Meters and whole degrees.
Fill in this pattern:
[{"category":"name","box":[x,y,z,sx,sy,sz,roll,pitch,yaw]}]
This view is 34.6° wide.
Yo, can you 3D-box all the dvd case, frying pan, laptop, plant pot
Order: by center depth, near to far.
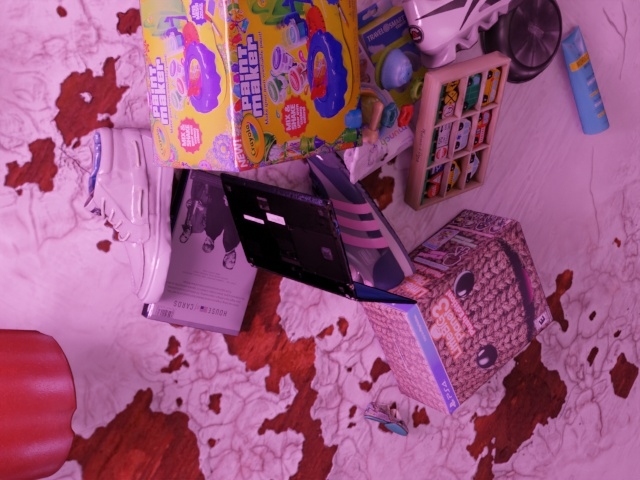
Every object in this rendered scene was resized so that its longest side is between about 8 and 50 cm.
[{"category":"plant pot","box":[-0.477,0.221,1.319,0.265,0.272,0.273,0,100,-43]},{"category":"laptop","box":[0.000,0.000,1.573,0.136,0.234,0.264,-39,127,-34]},{"category":"dvd case","box":[-0.170,0.020,1.608,0.179,0.029,0.239,17,90,-41]},{"category":"frying pan","box":[0.423,-0.435,1.926,0.326,0.053,0.197,-47,123,-14]}]

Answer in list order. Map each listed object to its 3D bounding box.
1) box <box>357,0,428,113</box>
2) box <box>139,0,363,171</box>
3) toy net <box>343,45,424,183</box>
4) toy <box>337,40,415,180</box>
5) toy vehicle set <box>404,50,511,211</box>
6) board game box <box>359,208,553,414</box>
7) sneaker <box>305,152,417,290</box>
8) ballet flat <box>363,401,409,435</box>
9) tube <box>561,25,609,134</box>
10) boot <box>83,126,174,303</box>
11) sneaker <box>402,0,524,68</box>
[{"category":"box","box":[0.119,-0.311,1.740,0.109,0.042,0.178,-36,119,-24]},{"category":"box","box":[-0.095,-0.263,1.476,0.279,0.177,0.290,-18,109,-47]},{"category":"toy net","box":[0.092,-0.191,1.648,0.232,0.045,0.122,-62,153,-12]},{"category":"toy","box":[0.057,-0.210,1.688,0.137,0.056,0.237,-34,117,0]},{"category":"toy vehicle set","box":[0.235,-0.187,1.782,0.166,0.035,0.267,-22,137,-29]},{"category":"board game box","box":[0.249,0.123,1.859,0.291,0.141,0.232,-38,118,-23]},{"category":"sneaker","box":[0.032,-0.034,1.703,0.131,0.112,0.319,-34,110,3]},{"category":"ballet flat","box":[0.126,0.323,1.881,0.114,0.041,0.041,32,81,-36]},{"category":"tube","box":[0.515,-0.310,2.015,0.080,0.052,0.207,-45,120,-45]},{"category":"boot","box":[-0.286,-0.037,1.496,0.123,0.095,0.258,3,90,-29]},{"category":"sneaker","box":[0.261,-0.442,1.752,0.330,0.122,0.146,-46,115,-32]}]
